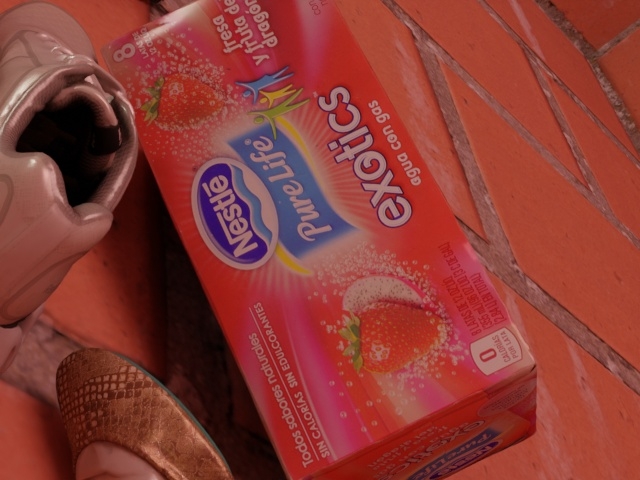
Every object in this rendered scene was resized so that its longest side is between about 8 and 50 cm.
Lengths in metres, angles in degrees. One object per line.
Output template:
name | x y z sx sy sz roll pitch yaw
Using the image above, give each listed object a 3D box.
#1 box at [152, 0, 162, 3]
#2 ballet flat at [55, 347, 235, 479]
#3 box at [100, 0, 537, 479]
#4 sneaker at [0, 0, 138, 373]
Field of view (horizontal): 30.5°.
box | -0.206 -0.313 0.885 0.261 0.103 0.184 16 39 -56
ballet flat | -0.062 0.141 0.537 0.206 0.073 0.067 49 36 0
box | 0.000 0.000 0.708 0.300 0.142 0.154 64 0 24
sneaker | -0.141 -0.055 0.607 0.110 0.118 0.292 39 24 -27
